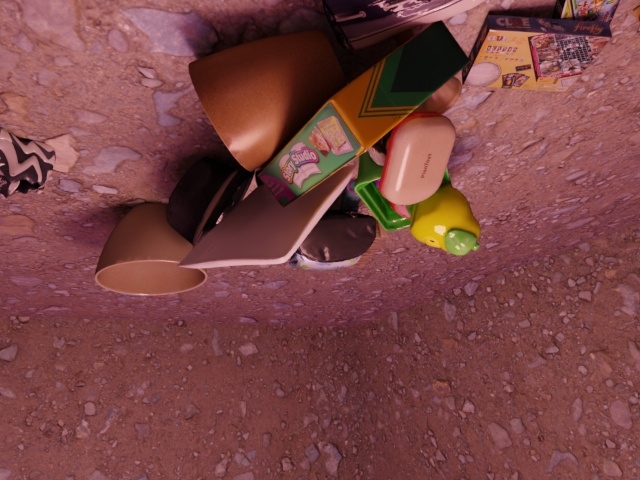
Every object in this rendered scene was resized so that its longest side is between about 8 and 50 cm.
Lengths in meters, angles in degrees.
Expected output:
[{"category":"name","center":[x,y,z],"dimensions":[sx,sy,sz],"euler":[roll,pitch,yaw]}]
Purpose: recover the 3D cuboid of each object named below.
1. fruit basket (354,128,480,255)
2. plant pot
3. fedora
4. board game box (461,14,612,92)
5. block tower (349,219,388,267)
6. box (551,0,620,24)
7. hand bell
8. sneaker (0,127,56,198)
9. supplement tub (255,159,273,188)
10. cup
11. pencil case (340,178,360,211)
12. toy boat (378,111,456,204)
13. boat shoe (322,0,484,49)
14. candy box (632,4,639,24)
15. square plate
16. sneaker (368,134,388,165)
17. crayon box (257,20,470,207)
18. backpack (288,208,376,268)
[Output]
[{"category":"fruit basket","center":[0.282,-0.103,1.204],"dimensions":[0.283,0.392,0.392],"euler":[-16,156,19]},{"category":"plant pot","center":[-0.087,-0.304,0.837],"dimensions":[0.254,0.237,0.237],"euler":[-27,154,7]},{"category":"fedora","center":[-0.325,-0.110,1.175],"dimensions":[0.152,0.334,0.334],"euler":[31,148,-5]},{"category":"board game box","center":[0.455,-0.399,0.909],"dimensions":[0.243,0.042,0.165],"euler":[4,160,0]},{"category":"block tower","center":[0.184,0.016,1.791],"dimensions":[0.097,0.091,0.335],"euler":[-2,156,-15]},{"category":"box","center":[0.525,-0.485,0.812],"dimensions":[0.114,0.036,0.207],"euler":[-14,156,12]},{"category":"hand bell","center":[0.201,-0.386,0.882],"dimensions":[0.126,0.126,0.242],"euler":[-20,142,25]},{"category":"sneaker","center":[-0.747,-0.174,0.959],"dimensions":[0.094,0.153,0.235],"euler":[-25,152,30]},{"category":"supplement tub","center":[-0.084,-0.191,1.202],"dimensions":[0.198,0.106,0.106],"euler":[-13,156,10]},{"category":"cup","center":[-0.545,0.020,1.369],"dimensions":[0.331,0.237,0.331],"euler":[-8,157,-3]},{"category":"pencil case","center":[0.111,-0.144,1.427],"dimensions":[0.070,0.064,0.151],"euler":[-1,156,-7]},{"category":"toy boat","center":[0.205,-0.201,0.983],"dimensions":[0.151,0.151,0.231],"euler":[-7,130,-20]},{"category":"boat shoe","center":[0.151,-0.440,0.671],"dimensions":[0.340,0.127,0.158],"euler":[-19,161,23]},{"category":"candy box","center":[0.775,-0.349,0.852],"dimensions":[0.183,0.316,0.087],"euler":[9,153,-35]},{"category":"square plate","center":[-0.117,-0.047,0.982],"dimensions":[0.347,0.344,0.049],"euler":[-5,125,39]},{"category":"sneaker","center":[0.151,-0.256,1.095],"dimensions":[0.065,0.158,0.061],"euler":[-27,134,3]},{"category":"crayon box","center":[0.066,-0.232,0.842],"dimensions":[0.313,0.106,0.363],"euler":[-44,-170,-25]},{"category":"backpack","center":[0.000,0.000,1.477],"dimensions":[0.290,0.273,0.355],"euler":[-4,-166,-19]}]
